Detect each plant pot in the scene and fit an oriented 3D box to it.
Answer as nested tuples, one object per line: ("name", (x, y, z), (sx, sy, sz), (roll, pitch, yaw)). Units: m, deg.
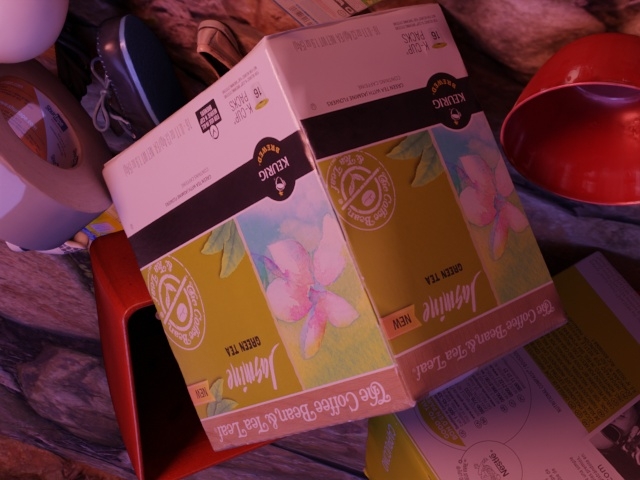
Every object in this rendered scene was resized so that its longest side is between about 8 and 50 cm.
("plant pot", (-0.157, 0.100, 1.317), (0.236, 0.267, 0.267), (40, 139, 46))

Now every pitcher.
("pitcher", (-0.325, -0.274, 0.961), (0.177, 0.125, 0.207), (19, 143, 18))

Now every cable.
("cable", (-0.319, -0.212, 1.147), (0.150, 0.047, 0.184), (-13, 140, 34))

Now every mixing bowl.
("mixing bowl", (0.260, -0.121, 0.944), (0.181, 0.098, 0.181), (12, 153, 7))

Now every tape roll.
("tape roll", (-0.306, -0.099, 1.060), (0.072, 0.219, 0.219), (-34, 131, 18))

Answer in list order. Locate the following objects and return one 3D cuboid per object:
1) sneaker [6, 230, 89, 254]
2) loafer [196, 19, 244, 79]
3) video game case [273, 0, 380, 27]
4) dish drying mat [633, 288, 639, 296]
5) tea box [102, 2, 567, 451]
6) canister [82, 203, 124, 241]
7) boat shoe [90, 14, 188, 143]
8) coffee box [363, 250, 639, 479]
("sneaker", (-0.342, -0.090, 1.275), (0.094, 0.090, 0.235), (6, 124, 18))
("loafer", (-0.093, -0.174, 1.092), (0.045, 0.039, 0.125), (-2, 147, 29))
("video game case", (0.010, -0.249, 0.931), (0.119, 0.015, 0.166), (36, 146, -32))
("dish drying mat", (0.385, 0.068, 1.318), (0.083, 0.008, 0.032), (12, 152, 6))
("tea box", (0.000, 0.000, 1.009), (0.329, 0.220, 0.324), (-27, 86, 51))
("canister", (-0.274, -0.037, 1.400), (0.126, 0.073, 0.170), (-6, 144, 35))
("boat shoe", (-0.199, -0.138, 1.139), (0.089, 0.109, 0.258), (-2, 146, 11))
("coffee box", (0.277, 0.284, 1.275), (0.334, 0.338, 0.338), (-28, 154, -14))
